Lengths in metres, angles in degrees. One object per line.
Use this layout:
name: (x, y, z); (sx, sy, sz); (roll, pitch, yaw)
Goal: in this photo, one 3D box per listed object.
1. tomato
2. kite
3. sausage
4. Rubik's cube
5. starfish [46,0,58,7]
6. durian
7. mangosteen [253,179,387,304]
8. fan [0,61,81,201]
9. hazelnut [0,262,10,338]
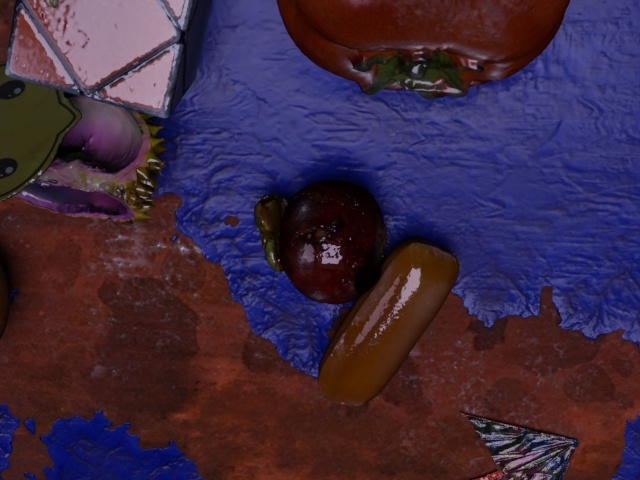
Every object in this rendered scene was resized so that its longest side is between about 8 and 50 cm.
tomato: (0.124, -0.315, 1.263); (0.342, 0.341, 0.272); (7, 84, 1)
kite: (0.296, 0.331, 1.656); (0.189, 0.009, 0.232); (-27, 106, 13)
sausage: (0.090, 0.116, 1.538); (0.105, 0.105, 0.274); (30, 110, -8)
Rubik's cube: (-0.245, -0.289, 1.350); (0.205, 0.205, 0.207); (13, 109, -2)
starfish: (-0.296, -0.364, 1.184); (0.208, 0.053, 0.176); (-40, 119, 9)
durian: (-0.310, -0.112, 1.457); (0.261, 0.154, 0.186); (24, 87, 21)
mangosteen: (0.000, 0.000, 1.479); (0.180, 0.166, 0.166); (8, 113, 28)
fan: (-0.468, -0.132, 1.435); (0.335, 0.229, 0.011); (-10, 149, 10)
hazelnut: (-0.530, 0.079, 1.522); (0.214, 0.176, 0.214); (1, 84, -10)
